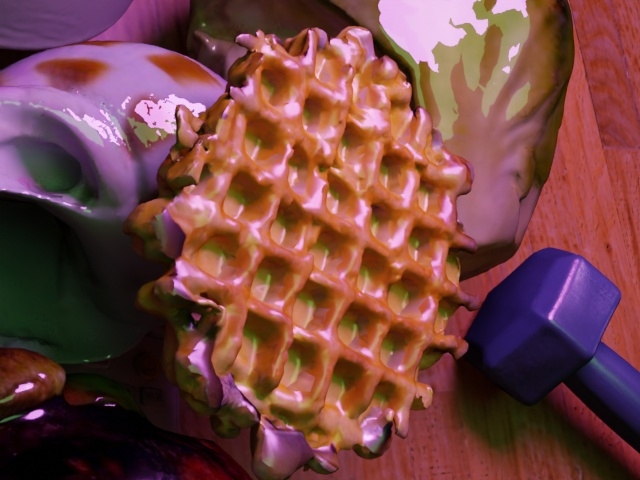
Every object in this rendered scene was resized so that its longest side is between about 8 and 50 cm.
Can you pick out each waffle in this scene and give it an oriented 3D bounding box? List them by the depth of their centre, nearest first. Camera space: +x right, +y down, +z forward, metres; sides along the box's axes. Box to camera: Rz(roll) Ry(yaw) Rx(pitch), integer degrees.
[{"bbox_3d":[-0.007,0.006,0.912,0.329,0.062,0.329,5,83,-44],"label":"waffle"}]

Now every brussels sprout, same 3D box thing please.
[{"bbox_3d":[0.071,-0.145,1.154,0.315,0.276,0.371,-21,84,-31],"label":"brussels sprout"}]

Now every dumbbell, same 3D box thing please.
[{"bbox_3d":[0.285,0.151,1.247,0.316,0.156,0.143,41,27,-11],"label":"dumbbell"}]

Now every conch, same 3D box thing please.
[{"bbox_3d":[-0.145,-0.018,0.986,0.368,0.197,0.249,34,95,-33],"label":"conch"}]

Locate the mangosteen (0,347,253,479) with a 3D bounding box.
[{"bbox_3d":[-0.163,0.218,0.814,0.311,0.311,0.311,11,67,-27],"label":"mangosteen"}]

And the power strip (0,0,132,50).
[{"bbox_3d":[-0.256,-0.328,1.045,0.357,0.161,0.357,23,42,-22],"label":"power strip"}]

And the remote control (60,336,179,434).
[{"bbox_3d":[-0.167,0.150,1.043,0.109,0.055,0.313,14,61,-32],"label":"remote control"}]
